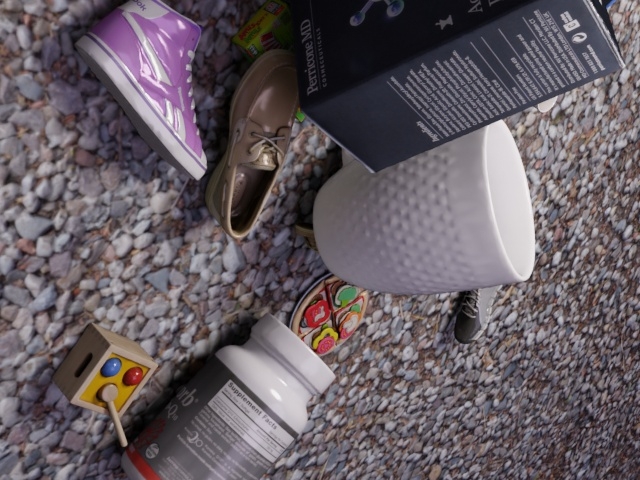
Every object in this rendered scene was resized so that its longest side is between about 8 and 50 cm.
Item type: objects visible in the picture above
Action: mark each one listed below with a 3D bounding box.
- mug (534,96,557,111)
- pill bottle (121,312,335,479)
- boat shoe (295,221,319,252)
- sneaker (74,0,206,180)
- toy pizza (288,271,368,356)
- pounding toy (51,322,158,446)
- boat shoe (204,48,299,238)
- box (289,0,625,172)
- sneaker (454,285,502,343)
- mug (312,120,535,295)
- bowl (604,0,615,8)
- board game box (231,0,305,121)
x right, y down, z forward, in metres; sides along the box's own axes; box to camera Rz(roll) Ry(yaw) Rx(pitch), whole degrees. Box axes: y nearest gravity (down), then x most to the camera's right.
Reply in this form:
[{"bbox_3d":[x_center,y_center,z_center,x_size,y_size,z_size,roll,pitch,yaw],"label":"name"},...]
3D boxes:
[{"bbox_3d":[0.442,-0.309,1.844,0.062,0.064,0.078,-10,122,-39],"label":"mug"},{"bbox_3d":[-0.155,0.317,1.589,0.363,0.210,0.210,-47,139,-9],"label":"pill bottle"},{"bbox_3d":[0.000,0.000,1.642,0.135,0.050,0.045,16,99,-48],"label":"boat shoe"},{"bbox_3d":[-0.200,-0.217,1.270,0.161,0.102,0.282,-46,139,-15],"label":"sneaker"},{"bbox_3d":[0.023,0.149,1.778,0.201,0.032,0.201,-24,130,-31],"label":"toy pizza"},{"bbox_3d":[-0.337,0.231,1.439,0.141,0.100,0.130,-54,139,0],"label":"pounding toy"},{"bbox_3d":[-0.092,-0.143,1.386,0.109,0.098,0.302,8,121,-32],"label":"boat shoe"},{"bbox_3d":[0.174,-0.325,1.269,0.395,0.294,0.212,-22,147,26],"label":"box"},{"bbox_3d":[0.335,0.112,2.024,0.132,0.086,0.229,30,84,-45],"label":"sneaker"},{"bbox_3d":[0.158,-0.089,1.542,0.276,0.328,0.374,-13,92,-65],"label":"mug"},{"bbox_3d":[0.502,-0.593,1.700,0.391,0.077,0.391,-24,131,-31],"label":"bowl"},{"bbox_3d":[-0.053,-0.279,1.409,0.092,0.043,0.181,-48,139,-6],"label":"board game box"}]
